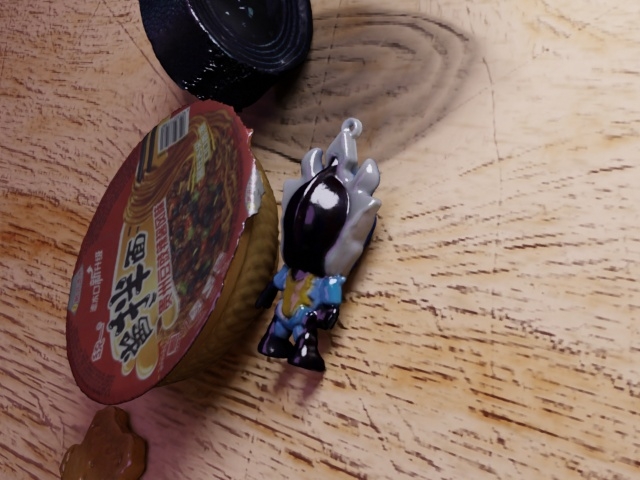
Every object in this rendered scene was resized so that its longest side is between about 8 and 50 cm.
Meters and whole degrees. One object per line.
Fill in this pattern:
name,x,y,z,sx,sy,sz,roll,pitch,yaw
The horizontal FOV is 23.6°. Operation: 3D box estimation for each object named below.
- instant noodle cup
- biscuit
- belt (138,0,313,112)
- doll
instant noodle cup,-0.108,0.020,1.291,0.274,0.091,0.274,-32,46,41
biscuit,-0.215,0.237,1.372,0.184,0.027,0.133,-55,36,18
belt,-0.086,-0.211,1.347,0.078,0.151,0.198,-37,40,39
doll,0.000,0.000,1.171,0.096,0.070,0.195,15,90,42
